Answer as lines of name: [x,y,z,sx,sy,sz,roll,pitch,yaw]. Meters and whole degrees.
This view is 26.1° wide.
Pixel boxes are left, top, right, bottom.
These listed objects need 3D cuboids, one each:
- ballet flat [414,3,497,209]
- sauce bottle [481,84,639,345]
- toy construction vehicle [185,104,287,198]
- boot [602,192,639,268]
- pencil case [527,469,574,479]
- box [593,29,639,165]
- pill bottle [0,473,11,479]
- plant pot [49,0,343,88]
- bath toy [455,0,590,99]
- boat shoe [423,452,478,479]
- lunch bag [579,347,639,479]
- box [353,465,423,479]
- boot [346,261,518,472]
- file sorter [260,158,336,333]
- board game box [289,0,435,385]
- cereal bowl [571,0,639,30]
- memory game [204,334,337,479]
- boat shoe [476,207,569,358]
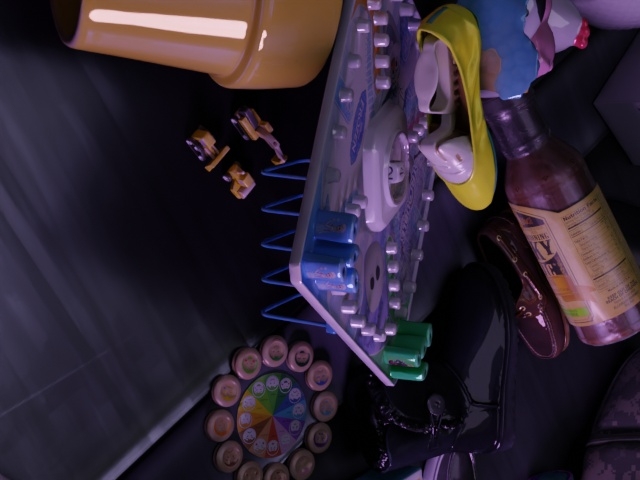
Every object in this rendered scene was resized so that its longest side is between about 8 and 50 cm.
ballet flat: [0.132,-0.130,1.439,0.077,0.077,0.231,-30,123,-42]
sauce bottle: [0.298,-0.037,1.710,0.111,0.111,0.344,-35,102,-31]
toy construction vehicle: [-0.087,-0.100,1.506,0.086,0.035,0.098,-49,121,-25]
boot: [0.564,0.034,1.773,0.367,0.445,0.146,14,85,-38]
pencil case: [0.318,0.385,1.853,0.070,0.064,0.152,-29,112,-51]
box: [0.477,-0.206,1.910,0.130,0.091,0.170,50,64,-30]
pill bottle: [-0.279,0.295,1.355,0.160,0.087,0.087,45,67,-32]
plant pot: [-0.132,-0.269,1.338,0.239,0.254,0.254,-6,98,-23]
bath toy: [0.232,-0.241,1.602,0.151,0.129,0.348,-58,171,22]
boat shoe: [0.176,0.356,1.729,0.080,0.076,0.229,4,91,-39]
lunch bag: [0.515,0.309,1.924,0.305,0.212,0.256,43,51,-34]
box: [0.029,0.348,1.595,0.244,0.060,0.101,-21,107,-46]
boot: [0.134,0.149,1.665,0.207,0.094,0.247,0,87,-34]
file sorter: [0.000,0.000,1.516,0.118,0.104,0.170,-21,115,-59]
board game box: [0.082,-0.077,1.474,0.390,0.050,0.390,51,47,-63]
cereal bowl: [0.420,-0.442,1.779,0.339,0.141,0.339,-2,92,-48]
memory game: [-0.053,0.199,1.574,0.186,0.012,0.186,-4,97,-39]
boat shoe: [0.253,0.065,1.767,0.073,0.073,0.207,-36,106,-44]
